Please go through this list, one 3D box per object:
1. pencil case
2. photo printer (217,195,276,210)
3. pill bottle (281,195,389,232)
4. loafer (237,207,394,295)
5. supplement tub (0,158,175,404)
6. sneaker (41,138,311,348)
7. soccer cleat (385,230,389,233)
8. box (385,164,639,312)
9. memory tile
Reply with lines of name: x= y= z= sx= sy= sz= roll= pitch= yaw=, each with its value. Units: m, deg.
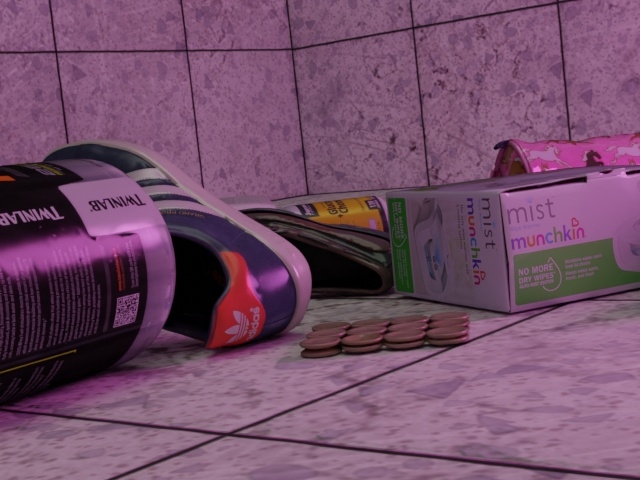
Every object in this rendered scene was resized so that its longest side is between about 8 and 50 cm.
pencil case: x=0.481 y=-0.114 z=1.950 sx=0.386 sy=0.167 sz=0.160 roll=-7 pitch=-27 yaw=-17
photo printer: x=-0.182 y=-0.003 z=1.747 sx=0.256 sy=0.107 sz=0.307 roll=-7 pitch=6 yaw=-5
pill bottle: x=0.000 y=0.000 z=1.516 sx=0.184 sy=0.103 sz=0.103 roll=-8 pitch=5 yaw=-17
loafer: x=-0.035 y=0.019 z=1.352 sx=0.268 sy=0.096 sz=0.084 roll=4 pitch=21 yaw=11
supplement tub: x=-0.282 y=0.039 z=0.909 sx=0.194 sy=0.193 sz=0.316 roll=-3 pitch=6 yaw=32
sneaker: x=-0.182 y=0.000 z=1.118 sx=0.350 sy=0.131 sz=0.148 roll=24 pitch=27 yaw=29
soccer cleat: x=0.125 y=0.018 z=1.471 sx=0.179 sy=0.060 sz=0.072 roll=-2 pitch=-8 yaw=-34
box: x=0.241 y=-0.012 z=1.226 sx=0.262 sy=0.126 sz=0.231 roll=-8 pitch=6 yaw=-26
memory tile: x=0.059 y=0.083 z=1.017 sx=0.148 sy=0.012 sz=0.113 roll=-5 pitch=5 yaw=7
